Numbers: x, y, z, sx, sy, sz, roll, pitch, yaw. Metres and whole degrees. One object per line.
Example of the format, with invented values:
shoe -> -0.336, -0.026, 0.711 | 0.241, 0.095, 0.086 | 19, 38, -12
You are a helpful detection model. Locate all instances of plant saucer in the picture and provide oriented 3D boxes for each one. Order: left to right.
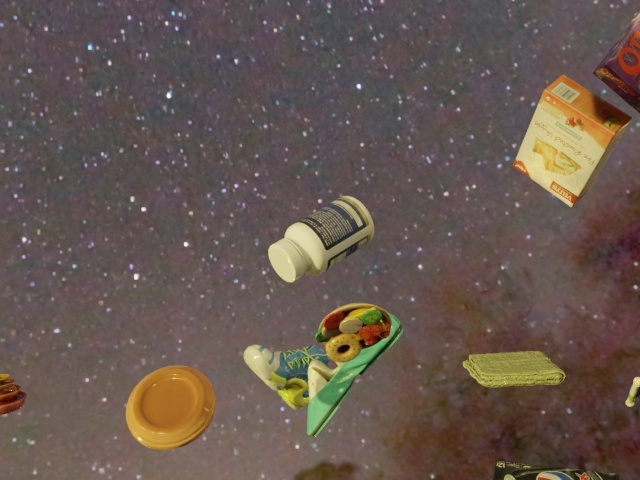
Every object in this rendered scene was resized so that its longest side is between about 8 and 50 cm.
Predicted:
plant saucer -> -0.333, 0.362, 1.417 | 0.200, 0.199, 0.037 | -12, -41, -8

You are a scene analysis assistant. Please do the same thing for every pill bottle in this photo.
pill bottle -> 0.000, 0.000, 1.064 | 0.169, 0.094, 0.094 | -31, -26, -31

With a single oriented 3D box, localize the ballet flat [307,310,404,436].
ballet flat -> 0.032, 0.207, 1.050 | 0.247, 0.087, 0.083 | -53, -3, 10

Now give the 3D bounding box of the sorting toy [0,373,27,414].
sorting toy -> -0.375, 0.167, 0.691 | 0.102, 0.042, 0.061 | -7, 9, -29

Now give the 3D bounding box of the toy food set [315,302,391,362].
toy food set -> 0.036, 0.097, 0.691 | 0.083, 0.020, 0.082 | -21, -47, 10

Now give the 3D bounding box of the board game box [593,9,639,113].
board game box -> 0.668, -0.365, 1.149 | 0.346, 0.208, 0.056 | -52, -1, -11

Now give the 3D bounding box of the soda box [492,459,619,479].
soda box -> 0.332, 0.359, 0.906 | 0.169, 0.053, 0.060 | -1, -70, 21

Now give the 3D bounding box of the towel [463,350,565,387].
towel -> 0.328, 0.220, 1.093 | 0.148, 0.110, 0.027 | -4, -79, -2

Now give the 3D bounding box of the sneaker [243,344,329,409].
sneaker -> -0.057, 0.233, 1.234 | 0.126, 0.091, 0.240 | -45, -34, -12

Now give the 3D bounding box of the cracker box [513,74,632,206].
cracker box -> 0.491, -0.192, 1.273 | 0.067, 0.156, 0.232 | -39, -25, -21

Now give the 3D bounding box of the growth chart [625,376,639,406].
growth chart -> 0.668, 0.229, 1.161 | 0.237, 0.021, 0.172 | -27, -35, 9
